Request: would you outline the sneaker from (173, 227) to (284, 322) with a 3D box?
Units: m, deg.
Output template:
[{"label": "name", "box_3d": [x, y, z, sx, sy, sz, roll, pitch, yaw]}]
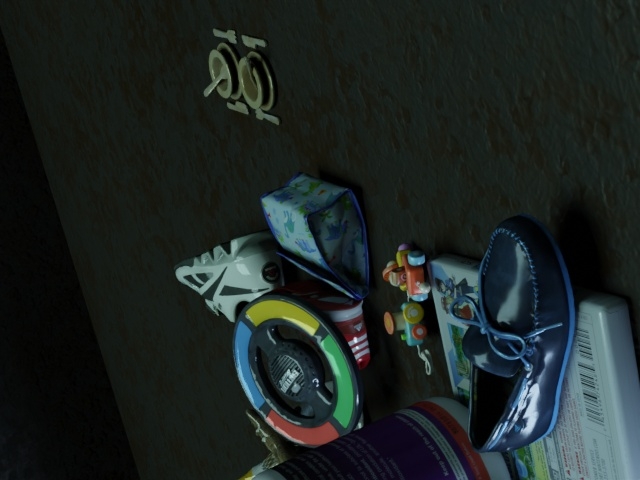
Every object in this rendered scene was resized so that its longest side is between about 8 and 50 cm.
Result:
[{"label": "sneaker", "box_3d": [-0.147, 0.080, 1.783, 0.330, 0.122, 0.146, -19, 88, 67]}]

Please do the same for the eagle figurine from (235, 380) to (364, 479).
[{"label": "eagle figurine", "box_3d": [-0.024, 0.345, 1.692, 0.298, 0.225, 0.226, 54, -133, -60]}]

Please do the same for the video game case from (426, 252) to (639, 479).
[{"label": "video game case", "box_3d": [0.232, 0.190, 1.140, 0.300, 0.036, 0.329, 16, 123, 62]}]

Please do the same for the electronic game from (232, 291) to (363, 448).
[{"label": "electronic game", "box_3d": [-0.035, 0.180, 1.499, 0.229, 0.048, 0.229, 18, 119, 35]}]

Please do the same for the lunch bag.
[{"label": "lunch bag", "box_3d": [0.000, 0.000, 1.446, 0.129, 0.096, 0.151, 27, 146, 55]}]

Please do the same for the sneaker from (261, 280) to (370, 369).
[{"label": "sneaker", "box_3d": [-0.008, 0.134, 1.555, 0.221, 0.087, 0.128, 11, 117, 61]}]

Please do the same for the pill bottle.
[{"label": "pill bottle", "box_3d": [0.040, 0.307, 1.198, 0.181, 0.323, 0.181, 47, 148, 43]}]

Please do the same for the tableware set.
[{"label": "tableware set", "box_3d": [-0.124, -0.238, 1.594, 0.194, 0.039, 0.128, 28, 132, 58]}]

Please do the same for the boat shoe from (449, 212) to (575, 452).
[{"label": "boat shoe", "box_3d": [0.180, 0.103, 1.024, 0.109, 0.089, 0.258, 34, 137, 54]}]

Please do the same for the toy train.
[{"label": "toy train", "box_3d": [0.099, 0.073, 1.278, 0.125, 0.046, 0.166, -101, 3, -60]}]
